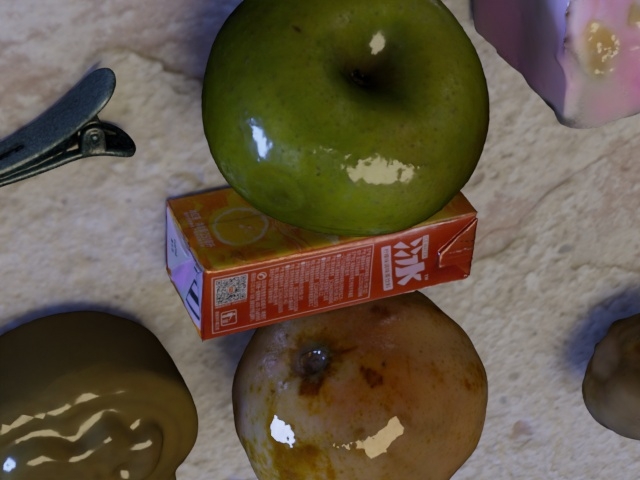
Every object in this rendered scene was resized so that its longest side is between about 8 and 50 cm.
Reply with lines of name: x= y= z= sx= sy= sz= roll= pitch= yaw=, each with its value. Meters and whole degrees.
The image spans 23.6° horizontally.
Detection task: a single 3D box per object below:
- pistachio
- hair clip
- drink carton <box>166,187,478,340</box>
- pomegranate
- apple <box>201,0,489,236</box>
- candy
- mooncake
pistachio: x=0.334 y=0.135 z=1.452 sx=0.206 sy=0.131 sz=0.129 roll=16 pitch=126 yaw=-42
hair clip: x=-0.241 y=-0.050 z=1.045 sx=0.230 sy=0.039 sz=0.070 roll=-21 pitch=135 yaw=-10
drink carton: x=0.000 y=0.000 z=1.176 sx=0.223 sy=0.096 sz=0.071 roll=-12 pitch=131 yaw=-19
pomegranate: x=0.030 y=0.130 z=1.229 sx=0.207 sy=0.207 sz=0.207 roll=-15 pitch=133 yaw=-17
apple: x=0.015 y=-0.092 z=1.049 sx=0.196 sy=0.196 sz=0.157 roll=-7 pitch=160 yaw=-23
candy: x=0.180 y=-0.223 z=1.044 sx=0.116 sy=0.155 sz=0.265 roll=-21 pitch=134 yaw=-16
mooncake: x=-0.214 y=0.172 z=1.196 sx=0.235 sy=0.117 sz=0.234 roll=-17 pitch=136 yaw=-17
